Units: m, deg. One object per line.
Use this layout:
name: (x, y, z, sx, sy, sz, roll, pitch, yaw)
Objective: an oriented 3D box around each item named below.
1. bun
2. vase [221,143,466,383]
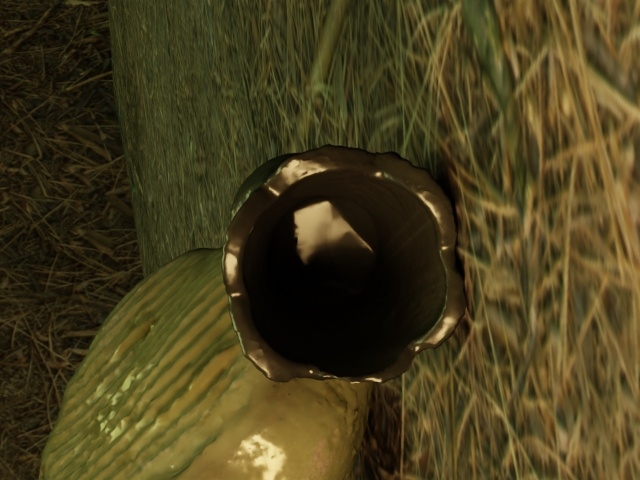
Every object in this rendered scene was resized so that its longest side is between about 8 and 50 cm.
bun: (-0.056, 0.116, 1.164, 0.239, 0.141, 0.239, -37, 33, 30)
vase: (0.000, 0.000, 0.964, 0.237, 0.115, 0.115, -127, 30, -81)
